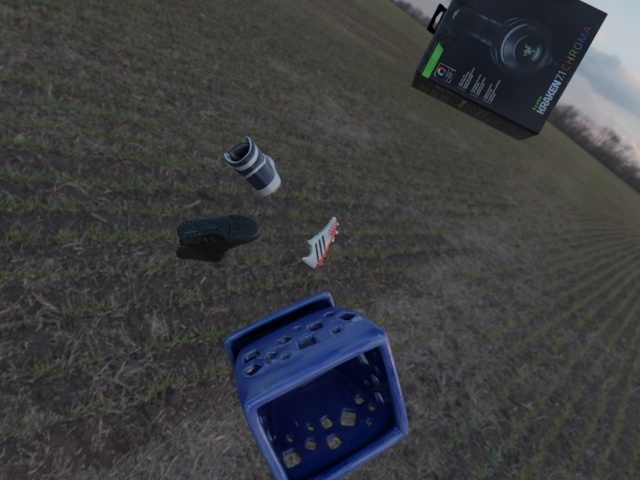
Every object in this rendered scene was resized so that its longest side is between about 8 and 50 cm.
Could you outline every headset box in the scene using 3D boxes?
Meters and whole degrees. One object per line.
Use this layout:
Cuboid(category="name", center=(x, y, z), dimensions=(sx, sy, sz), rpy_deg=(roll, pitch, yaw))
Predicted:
Cuboid(category="headset box", center=(0.345, -0.374, 0.943), dimensions=(0.282, 0.247, 0.131), rpy_deg=(29, 9, 3))

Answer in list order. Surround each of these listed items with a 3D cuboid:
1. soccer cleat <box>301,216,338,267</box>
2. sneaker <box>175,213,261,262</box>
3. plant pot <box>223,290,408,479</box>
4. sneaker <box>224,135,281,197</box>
Cuboid(category="soccer cleat", center=(0.000, 0.000, 0.702), dimensions=(0.035, 0.083, 0.029), rpy_deg=(24, -13, -7))
Cuboid(category="sneaker", center=(-0.175, 0.002, 0.819), dimensions=(0.170, 0.089, 0.051), rpy_deg=(-1, 57, 10))
Cuboid(category="plant pot", center=(-0.019, 0.236, 0.799), dimensions=(0.235, 0.236, 0.212), rpy_deg=(-24, 30, -17))
Cuboid(category="sneaker", center=(-0.210, -0.239, 1.403), dimensions=(0.153, 0.099, 0.282), rpy_deg=(47, 3, -32))
